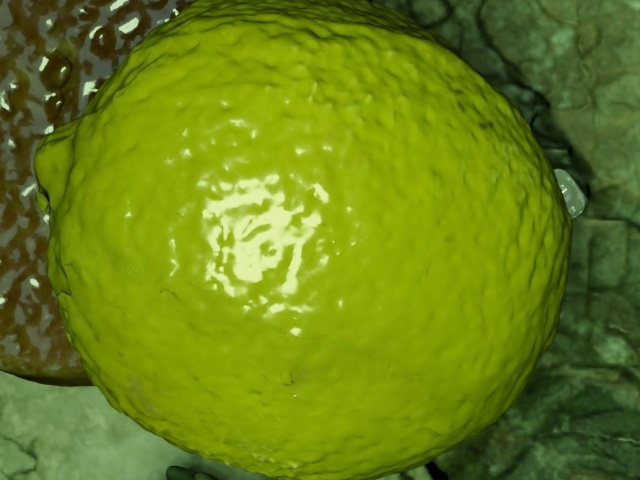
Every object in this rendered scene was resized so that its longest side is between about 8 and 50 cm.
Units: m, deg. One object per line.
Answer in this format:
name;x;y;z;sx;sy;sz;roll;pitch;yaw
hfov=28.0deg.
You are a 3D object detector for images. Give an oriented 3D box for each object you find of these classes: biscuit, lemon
biscuit;-0.155;-0.104;0.894;0.394;0.070;0.350;-41;85;6
lemon;0.000;0.000;0.716;0.321;0.268;0.268;13;91;-19

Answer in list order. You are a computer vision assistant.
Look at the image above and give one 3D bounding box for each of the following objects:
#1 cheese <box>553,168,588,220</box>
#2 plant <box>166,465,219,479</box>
cheese;0.070;0.039;0.861;0.251;0.054;0.127;-37;82;7
plant;-0.043;0.228;0.840;0.194;0.132;0.129;17;89;6
